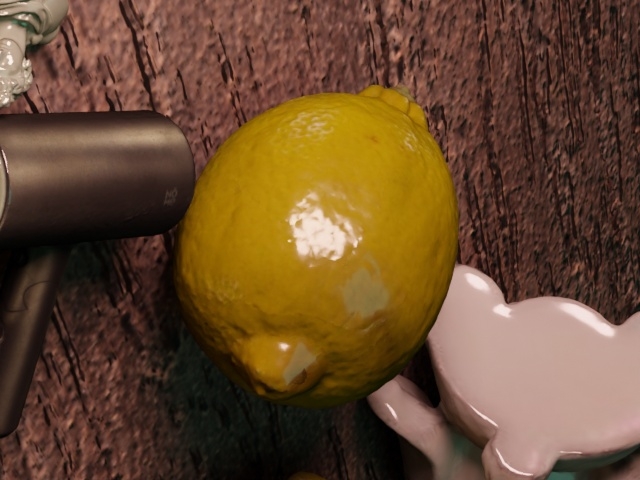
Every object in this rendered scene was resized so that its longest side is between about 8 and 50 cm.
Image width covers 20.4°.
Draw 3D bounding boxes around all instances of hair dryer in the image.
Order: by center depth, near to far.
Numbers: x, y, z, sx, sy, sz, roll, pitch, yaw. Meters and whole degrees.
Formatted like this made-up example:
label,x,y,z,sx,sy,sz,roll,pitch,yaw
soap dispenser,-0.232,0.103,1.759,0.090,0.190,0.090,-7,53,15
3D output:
label,x,y,z,sx,sy,sz,roll,pitch,yaw
hair dryer,-0.189,0.043,1.025,0.195,0.078,0.248,-7,122,-49

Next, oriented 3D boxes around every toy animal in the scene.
label,x,y,z,sx,sy,sz,roll,pitch,yaw
toy animal,0.163,0.166,1.455,0.265,0.271,0.206,103,1,-56

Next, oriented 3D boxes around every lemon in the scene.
label,x,y,z,sx,sy,sz,roll,pitch,yaw
lemon,0.000,0.000,1.149,0.248,0.184,0.184,-64,150,-33

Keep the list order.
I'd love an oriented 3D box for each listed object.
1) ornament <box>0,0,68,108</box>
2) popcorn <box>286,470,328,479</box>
label,x,y,z,sx,sy,sz,roll,pitch,yaw
ornament,-0.166,-0.120,0.974,0.068,0.041,0.092,-5,105,-58
popcorn,0.012,0.298,1.307,0.286,0.215,0.252,-70,135,-74
